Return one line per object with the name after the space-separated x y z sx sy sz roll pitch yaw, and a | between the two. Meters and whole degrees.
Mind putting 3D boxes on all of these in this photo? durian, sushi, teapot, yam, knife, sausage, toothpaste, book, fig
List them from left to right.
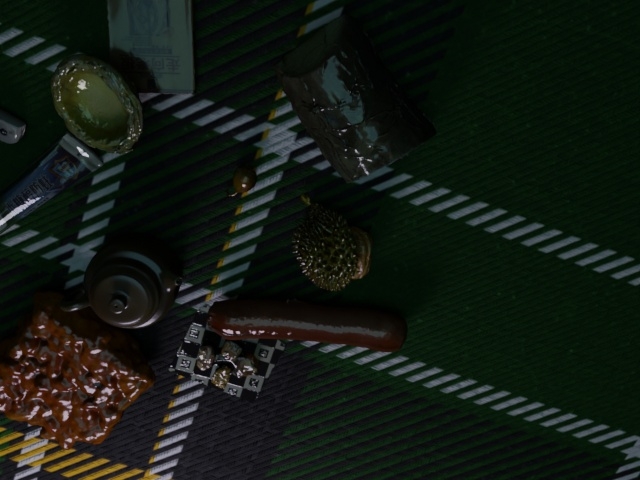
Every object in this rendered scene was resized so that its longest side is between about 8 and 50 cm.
-0.699 -0.264 1.301 0.266 0.040 0.073 27 120 -9 | knife
-0.611 -0.074 1.355 0.392 0.061 0.099 -33 131 12 | toothpaste
-0.396 0.097 1.359 0.268 0.175 0.185 -15 107 6 | teapot
-0.314 -0.389 1.252 0.161 0.026 0.230 2 111 0 | book
-0.207 0.263 1.487 0.210 0.040 0.192 26 109 -8 | sushi
-0.160 -0.114 1.346 0.050 0.050 0.083 41 123 -13 | fig
-0.028 0.175 1.424 0.419 0.094 0.094 4 69 0 | sausage
0.000 0.000 1.335 0.146 0.102 0.208 -27 79 46 | durian
0.059 -0.251 1.217 0.202 0.201 0.271 -32 100 11 | yam

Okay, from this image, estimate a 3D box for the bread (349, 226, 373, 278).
0.068 0.026 1.377 0.083 0.044 0.110 25 115 34 | bread

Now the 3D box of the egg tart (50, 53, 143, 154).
-0.400 -0.258 1.250 0.197 0.078 0.197 13 133 14 | egg tart

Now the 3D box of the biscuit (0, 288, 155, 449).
-0.546 0.289 1.467 0.318 0.110 0.312 38 104 -12 | biscuit
